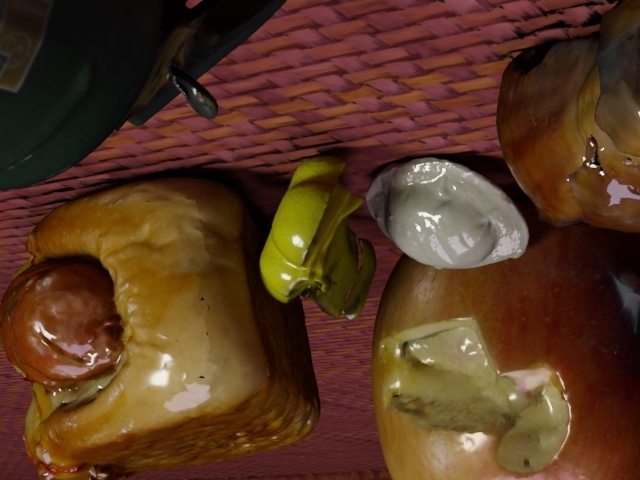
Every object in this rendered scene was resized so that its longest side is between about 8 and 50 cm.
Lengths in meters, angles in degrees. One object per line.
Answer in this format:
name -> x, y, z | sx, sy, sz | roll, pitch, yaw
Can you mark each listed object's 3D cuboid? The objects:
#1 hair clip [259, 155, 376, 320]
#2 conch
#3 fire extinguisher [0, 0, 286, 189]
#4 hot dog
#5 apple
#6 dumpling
hair clip -> 0.000, 0.000, 0.705 | 0.046, 0.072, 0.173 | 20, 175, 8
conch -> 0.108, -0.037, 0.512 | 0.086, 0.080, 0.233 | 11, 165, -13
fire extinguisher -> -0.119, -0.079, 0.319 | 0.095, 0.114, 0.311 | 38, -171, 34
hot dog -> -0.092, 0.057, 0.776 | 0.153, 0.150, 0.256 | -11, 166, 5
apple -> 0.110, 0.074, 0.764 | 0.199, 0.199, 0.199 | 0, 167, 0
dumpling -> 0.059, -0.016, 0.683 | 0.043, 0.077, 0.059 | -33, 145, -33
